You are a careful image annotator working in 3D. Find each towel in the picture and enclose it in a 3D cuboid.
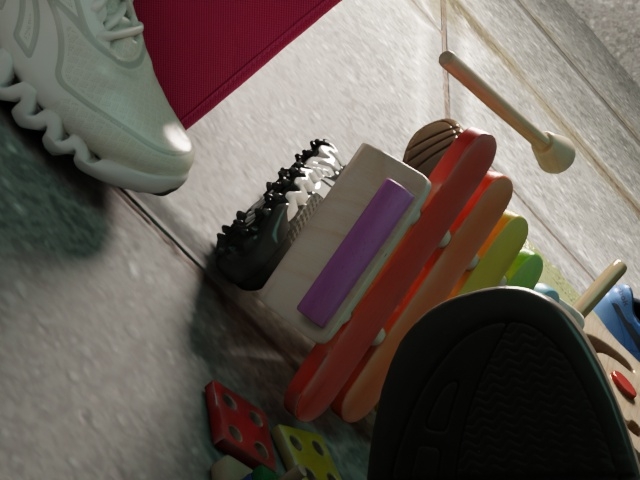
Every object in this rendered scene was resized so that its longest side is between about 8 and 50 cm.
[{"bbox_3d":[0.227,0.071,1.494,0.148,0.027,0.110,47,22,-15],"label":"towel"}]

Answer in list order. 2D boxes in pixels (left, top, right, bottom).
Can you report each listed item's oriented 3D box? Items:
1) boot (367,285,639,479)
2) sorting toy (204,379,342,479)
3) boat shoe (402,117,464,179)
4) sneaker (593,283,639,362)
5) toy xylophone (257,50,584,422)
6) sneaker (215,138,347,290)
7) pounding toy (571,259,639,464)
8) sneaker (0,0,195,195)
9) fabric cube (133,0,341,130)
[{"bbox_3d":[0.139,0.196,0.858,0.284,0.138,0.377,-23,98,-73],"label":"boot"},{"bbox_3d":[0.008,0.177,0.836,0.132,0.046,0.274,39,23,-33],"label":"sorting toy"},{"bbox_3d":[0.116,-0.032,1.434,0.072,0.068,0.190,54,25,-34],"label":"boat shoe"},{"bbox_3d":[0.346,0.113,1.657,0.209,0.082,0.069,38,22,-38],"label":"sneaker"},{"bbox_3d":[0.084,0.014,1.036,0.081,0.236,0.323,34,8,32],"label":"toy xylophone"},{"bbox_3d":[0.000,0.000,1.078,0.106,0.078,0.234,48,18,-4],"label":"sneaker"},{"bbox_3d":[0.234,0.120,1.276,0.154,0.155,0.269,52,19,13],"label":"pounding toy"},{"bbox_3d":[-0.160,-0.157,0.940,0.292,0.118,0.110,54,18,0],"label":"sneaker"},{"bbox_3d":[-0.081,-0.269,1.103,0.258,0.254,0.259,48,20,-12],"label":"fabric cube"}]
